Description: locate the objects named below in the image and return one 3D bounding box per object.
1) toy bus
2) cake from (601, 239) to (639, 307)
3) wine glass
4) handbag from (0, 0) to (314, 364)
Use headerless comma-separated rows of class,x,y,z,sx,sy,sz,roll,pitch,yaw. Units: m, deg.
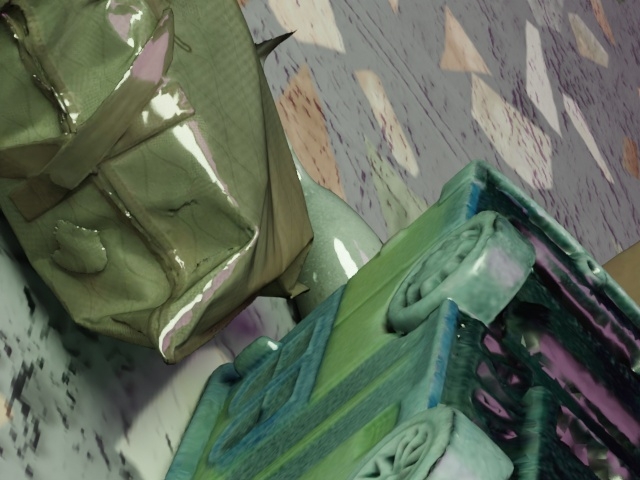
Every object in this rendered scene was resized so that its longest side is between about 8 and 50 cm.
toy bus,0.036,0.118,0.571,0.152,0.190,0.312,43,25,-11
cake,0.330,0.115,1.033,0.309,0.237,0.230,43,16,-37
wine glass,0.000,0.000,0.790,0.198,0.066,0.066,65,27,0
handbag,-0.092,-0.072,0.629,0.270,0.117,0.182,60,13,-6
